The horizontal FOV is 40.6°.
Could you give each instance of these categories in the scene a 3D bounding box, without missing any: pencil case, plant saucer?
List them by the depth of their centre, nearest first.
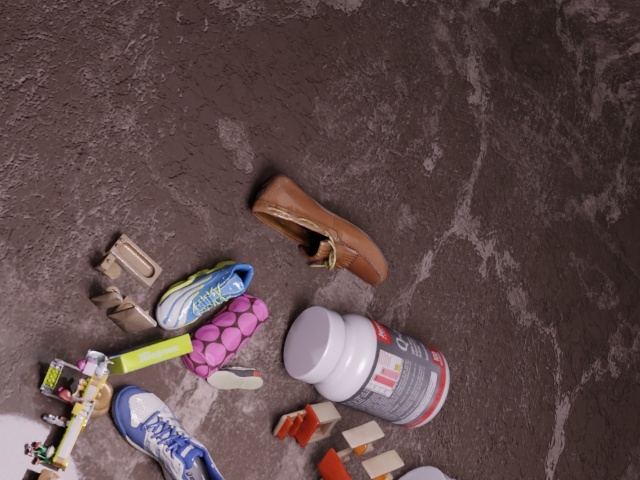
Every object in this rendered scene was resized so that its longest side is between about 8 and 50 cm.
[{"bbox_3d":[-0.440,0.307,1.702,0.083,0.015,0.083,11,73,-37],"label":"plant saucer"},{"bbox_3d":[-0.210,0.198,1.869,0.209,0.098,0.095,-40,139,-40],"label":"pencil case"}]

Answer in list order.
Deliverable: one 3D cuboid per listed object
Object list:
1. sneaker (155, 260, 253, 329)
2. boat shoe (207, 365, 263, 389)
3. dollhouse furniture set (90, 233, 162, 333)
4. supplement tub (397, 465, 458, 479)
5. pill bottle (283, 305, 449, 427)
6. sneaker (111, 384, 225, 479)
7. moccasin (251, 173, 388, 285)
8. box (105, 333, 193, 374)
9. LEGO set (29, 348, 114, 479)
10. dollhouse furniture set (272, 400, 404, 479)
[{"bbox_3d":[-0.238,0.105,1.842,0.240,0.126,0.091,-38,103,-38],"label":"sneaker"},{"bbox_3d":[-0.190,0.295,1.888,0.137,0.049,0.043,11,30,-34],"label":"boat shoe"},{"bbox_3d":[-0.372,0.078,1.744,0.144,0.123,0.151,46,55,-20],"label":"dollhouse furniture set"},{"bbox_3d":[0.311,0.714,2.053,0.325,0.235,0.235,47,54,-19],"label":"supplement tub"},{"bbox_3d":[0.108,0.292,2.015,0.363,0.210,0.210,26,64,-32],"label":"pill bottle"},{"bbox_3d":[-0.289,0.402,1.724,0.296,0.131,0.112,52,55,-14],"label":"sneaker"},{"bbox_3d":[0.002,-0.001,2.052,0.380,0.139,0.147,39,59,-24],"label":"moccasin"},{"bbox_3d":[-0.358,0.230,1.726,0.178,0.109,0.042,-14,89,-40],"label":"box"},{"bbox_3d":[-0.488,0.326,1.608,0.107,0.132,0.287,25,91,-9],"label":"LEGO set"},{"bbox_3d":[0.020,0.489,1.889,0.135,0.262,0.259,-9,51,-38],"label":"dollhouse furniture set"}]
